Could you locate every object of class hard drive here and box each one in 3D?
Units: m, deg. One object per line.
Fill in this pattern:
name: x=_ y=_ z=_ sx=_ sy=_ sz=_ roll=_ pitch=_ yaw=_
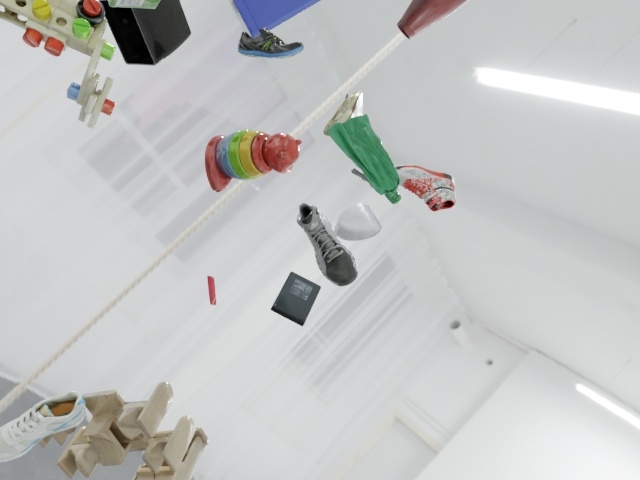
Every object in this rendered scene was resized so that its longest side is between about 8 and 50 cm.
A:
hard drive: x=-0.137 y=-0.791 z=1.704 sx=0.040 sy=0.318 sz=0.210 roll=21 pitch=-36 yaw=61
hard drive: x=-0.062 y=0.151 z=1.440 sx=0.094 sy=0.135 sz=0.022 roll=28 pitch=-46 yaw=0

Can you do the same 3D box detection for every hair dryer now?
hair dryer: x=0.194 y=-0.490 z=0.959 sx=0.223 sy=0.294 sz=0.080 roll=9 pitch=-5 yaw=28

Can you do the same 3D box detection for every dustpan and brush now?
dustpan and brush: x=0.075 y=-0.039 z=1.784 sx=0.060 sy=0.211 sz=0.147 roll=90 pitch=-18 yaw=-45

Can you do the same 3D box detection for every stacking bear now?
stacking bear: x=-0.189 y=-0.252 z=1.639 sx=0.289 sy=0.175 sz=0.164 roll=-1 pitch=-63 yaw=34

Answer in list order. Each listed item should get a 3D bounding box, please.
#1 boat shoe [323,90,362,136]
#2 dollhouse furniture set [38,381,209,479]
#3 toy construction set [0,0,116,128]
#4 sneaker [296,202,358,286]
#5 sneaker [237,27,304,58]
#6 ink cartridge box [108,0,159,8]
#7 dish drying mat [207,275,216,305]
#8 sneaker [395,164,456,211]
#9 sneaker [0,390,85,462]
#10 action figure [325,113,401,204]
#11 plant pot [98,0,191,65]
boat shoe: x=0.094 y=-0.478 z=2.065 sx=0.089 sy=0.285 sz=0.105 roll=8 pitch=-48 yaw=18
dollhouse furniture set: x=-0.512 y=0.548 z=1.561 sx=0.256 sy=0.362 sz=0.394 roll=-71 pitch=143 yaw=-56
toy construction set: x=-0.499 y=-0.347 z=0.971 sx=0.327 sy=0.215 sz=0.151 roll=28 pitch=-23 yaw=-34
sneaker: x=0.000 y=0.000 z=1.286 sx=0.229 sy=0.086 sz=0.132 roll=58 pitch=5 yaw=36
sneaker: x=-0.137 y=-0.532 z=1.485 sx=0.188 sy=0.078 sz=0.067 roll=10 pitch=17 yaw=16
ink cartridge box: x=-0.442 y=-0.631 z=1.233 sx=0.062 sy=0.109 sz=0.209 roll=-25 pitch=-97 yaw=52
dish drying mat: x=-0.310 y=0.143 z=1.575 sx=0.032 sy=0.008 sz=0.083 roll=23 pitch=57 yaw=-65
sneaker: x=0.384 y=-0.191 z=2.061 sx=0.270 sy=0.145 sz=0.090 roll=8 pitch=-33 yaw=-16
sneaker: x=-0.659 y=0.420 z=1.267 sx=0.087 sy=0.228 sz=0.092 roll=44 pitch=-44 yaw=24
action figure: x=0.120 y=-0.184 z=1.311 sx=0.232 sy=0.137 sz=0.063 roll=57 pitch=-29 yaw=9
plant pot: x=-0.490 y=-0.627 z=1.584 sx=0.187 sy=0.167 sz=0.188 roll=18 pitch=-43 yaw=43
